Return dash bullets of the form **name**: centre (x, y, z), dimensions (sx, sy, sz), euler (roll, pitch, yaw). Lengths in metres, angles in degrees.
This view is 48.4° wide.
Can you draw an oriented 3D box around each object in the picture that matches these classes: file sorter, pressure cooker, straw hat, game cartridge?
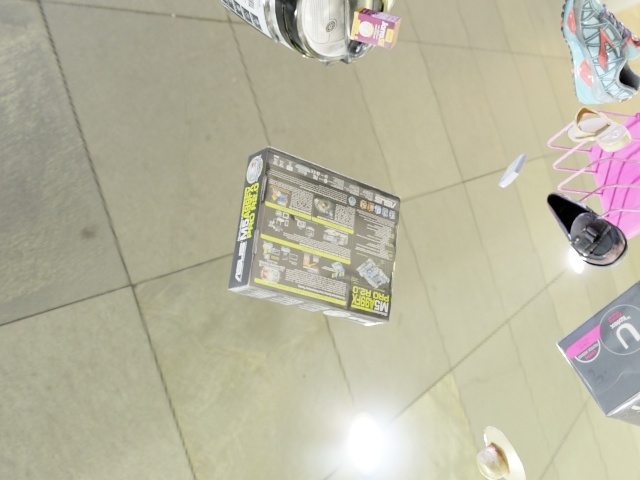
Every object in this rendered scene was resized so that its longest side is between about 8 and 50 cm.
- **file sorter**: centre (0.730, -0.162, 1.839), dimensions (0.182, 0.202, 0.291), euler (2, 67, -20)
- **pressure cooker**: centre (-0.013, -0.614, 1.587), dimensions (0.420, 0.376, 0.370), euler (38, 15, 27)
- **straw hat**: centre (0.374, 0.480, 1.538), dimensions (0.061, 0.144, 0.145), euler (-21, 94, -16)
- **game cartridge**: centre (0.399, -0.142, 1.483), dimensions (0.017, 0.083, 0.056), euler (28, 73, 0)

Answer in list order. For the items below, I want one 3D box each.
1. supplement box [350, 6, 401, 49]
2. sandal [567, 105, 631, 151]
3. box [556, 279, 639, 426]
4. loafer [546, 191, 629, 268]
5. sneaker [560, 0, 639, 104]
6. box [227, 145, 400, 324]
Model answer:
- **supplement box**: centre (0.105, -0.404, 1.356), dimensions (0.043, 0.083, 0.055), euler (-53, 158, -53)
- **sandal**: centre (0.618, -0.270, 1.615), dimensions (0.079, 0.088, 0.240), euler (52, 7, -19)
- **box**: centre (0.531, 0.193, 1.120), dimensions (0.270, 0.165, 0.143), euler (22, 32, -41)
- **loafer**: centre (0.603, -0.030, 1.651), dimensions (0.095, 0.109, 0.302), euler (34, 17, -16)
- **sneaker**: centre (0.501, -0.354, 1.231), dimensions (0.104, 0.125, 0.262), euler (-56, 135, -27)
- **box**: centre (0.000, 0.000, 1.105), dimensions (0.270, 0.060, 0.216), euler (17, 72, -33)
